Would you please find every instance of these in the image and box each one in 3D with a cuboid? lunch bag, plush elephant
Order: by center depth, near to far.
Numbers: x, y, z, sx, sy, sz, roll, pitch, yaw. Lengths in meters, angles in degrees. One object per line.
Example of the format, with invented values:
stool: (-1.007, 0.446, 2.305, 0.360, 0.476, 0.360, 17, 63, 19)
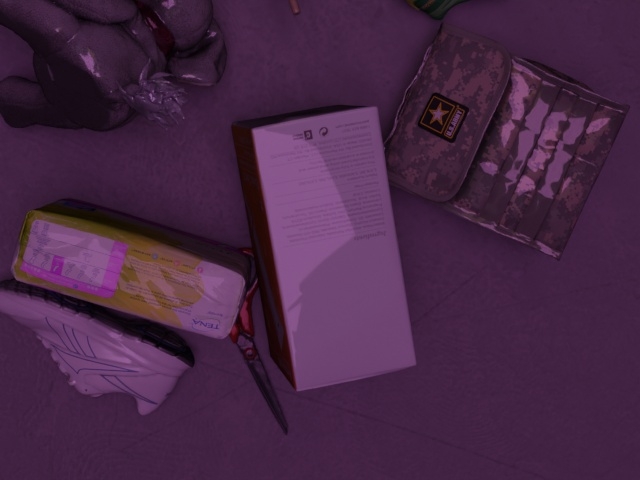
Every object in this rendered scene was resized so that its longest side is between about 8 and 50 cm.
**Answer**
plush elephant: (-0.255, -0.281, 1.557, 0.330, 0.255, 0.272, 19, 142, 24)
lunch bag: (0.240, -0.141, 1.652, 0.287, 0.169, 0.235, 24, 99, -1)

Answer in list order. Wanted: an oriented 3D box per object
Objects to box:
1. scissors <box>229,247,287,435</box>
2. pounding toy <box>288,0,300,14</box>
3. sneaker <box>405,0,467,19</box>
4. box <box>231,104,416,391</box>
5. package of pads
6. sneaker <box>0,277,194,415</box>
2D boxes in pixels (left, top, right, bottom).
scissors: (-0.118, 0.148, 1.733, 0.109, 0.021, 0.297, -10, 100, -6)
pounding toy: (-0.052, -0.395, 1.618, 0.130, 0.100, 0.141, 31, 94, -8)
sneaker: (0.242, -0.409, 1.635, 0.295, 0.109, 0.123, -30, 138, 16)
box: (0.000, 0.000, 1.615, 0.168, 0.215, 0.345, -11, 99, -10)
package of pads: (-0.240, 0.031, 1.585, 0.296, 0.229, 0.101, 17, 96, -3)
sneaker: (-0.329, 0.148, 1.670, 0.297, 0.111, 0.129, 27, 100, -7)
